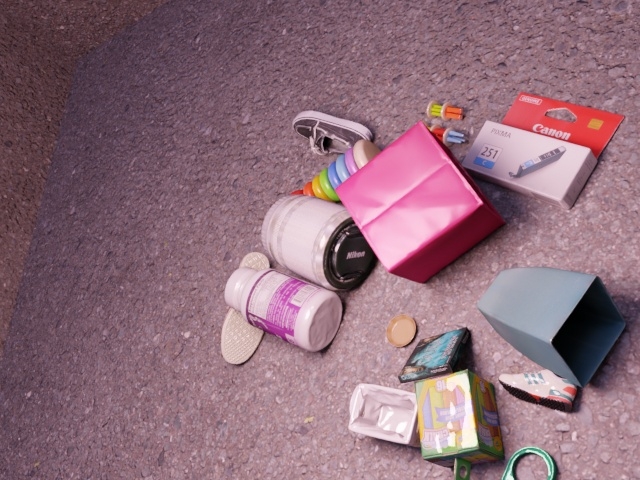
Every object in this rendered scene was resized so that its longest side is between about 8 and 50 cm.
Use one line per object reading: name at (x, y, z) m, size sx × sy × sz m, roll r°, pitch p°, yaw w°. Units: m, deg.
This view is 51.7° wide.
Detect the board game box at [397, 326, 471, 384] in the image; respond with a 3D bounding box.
board game box at (0.257, 0.257, 1.477) m, size 0.126 × 0.186 × 0.026 m, roll -21°, pitch 98°, yaw 29°

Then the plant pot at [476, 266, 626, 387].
plant pot at (0.455, 0.153, 1.355) m, size 0.165 × 0.165 × 0.234 m, roll -50°, pitch 32°, yaw -13°

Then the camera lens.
camera lens at (0.000, 0.000, 1.781) m, size 0.274 × 0.219 × 0.219 m, roll 22°, pitch 81°, yaw 44°

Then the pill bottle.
pill bottle at (-0.107, 0.172, 1.773) m, size 0.302 × 0.169 × 0.169 m, roll 19°, pitch 79°, yaw 32°

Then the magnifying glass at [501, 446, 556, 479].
magnifying glass at (0.377, 0.509, 1.329) m, size 0.231 × 0.026 × 0.092 m, roll -45°, pitch 46°, yaw 7°

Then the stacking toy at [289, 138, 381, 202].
stacking toy at (0.035, -0.155, 1.919) m, size 0.330 × 0.141 × 0.141 m, roll -31°, pitch 50°, yaw 31°

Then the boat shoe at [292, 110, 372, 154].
boat shoe at (0.014, -0.313, 2.024) m, size 0.306 × 0.113 × 0.105 m, roll 22°, pitch 67°, yaw 35°

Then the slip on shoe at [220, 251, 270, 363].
slip on shoe at (-0.220, 0.200, 1.941) m, size 0.101 × 0.123 × 0.331 m, roll 145°, pitch 136°, yaw -68°

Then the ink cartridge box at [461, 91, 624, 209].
ink cartridge box at (0.528, -0.239, 1.598) m, size 0.296 × 0.066 × 0.261 m, roll 29°, pitch 87°, yaw 44°

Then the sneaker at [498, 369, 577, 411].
sneaker at (0.454, 0.296, 1.371) m, size 0.161 × 0.057 × 0.075 m, roll 10°, pitch 56°, yaw 43°

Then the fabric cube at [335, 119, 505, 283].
fabric cube at (0.239, -0.082, 1.569) m, size 0.258 × 0.254 × 0.259 m, roll -39°, pitch 66°, yaw 17°

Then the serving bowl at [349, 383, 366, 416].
serving bowl at (0.100, 0.391, 1.599) m, size 0.083 × 0.027 × 0.083 m, roll -160°, pitch 90°, yaw -76°

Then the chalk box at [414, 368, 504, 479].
chalk box at (0.293, 0.399, 1.381) m, size 0.132 × 0.132 × 0.212 m, roll -22°, pitch 55°, yaw 29°

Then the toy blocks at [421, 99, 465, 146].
toy blocks at (0.346, -0.318, 1.797) m, size 0.148 × 0.054 × 0.123 m, roll 24°, pitch 83°, yaw 44°

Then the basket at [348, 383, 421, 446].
basket at (0.167, 0.401, 1.501) m, size 0.167 × 0.103 × 0.113 m, roll 1°, pitch 67°, yaw 40°

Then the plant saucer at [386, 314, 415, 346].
plant saucer at (0.202, 0.225, 1.634) m, size 0.083 × 0.015 × 0.083 m, roll -20°, pitch 55°, yaw 30°
